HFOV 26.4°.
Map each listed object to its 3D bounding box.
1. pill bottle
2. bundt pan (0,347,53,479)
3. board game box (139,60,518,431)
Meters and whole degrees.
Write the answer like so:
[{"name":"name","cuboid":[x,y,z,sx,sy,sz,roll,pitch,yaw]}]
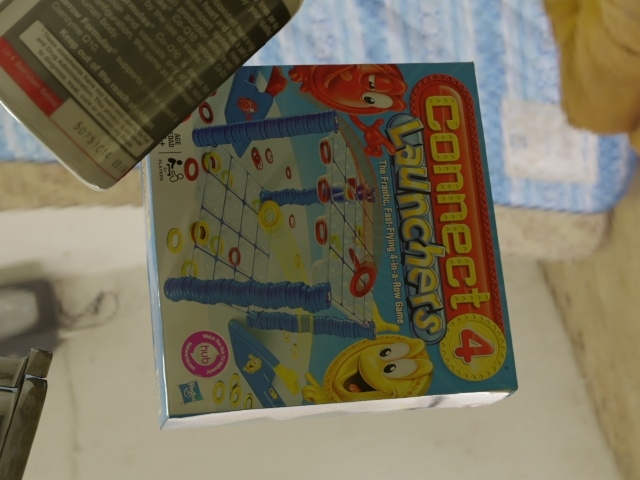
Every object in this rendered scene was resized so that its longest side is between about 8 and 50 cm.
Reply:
[{"name":"pill bottle","cuboid":[-0.115,-0.186,1.016,0.161,0.283,0.161,47,180,0]},{"name":"bundt pan","cuboid":[-0.196,0.177,0.438,0.331,0.124,0.331,-162,90,-79]},{"name":"board game box","cuboid":[0.000,0.000,1.199,0.086,0.302,0.308,127,138,-71]}]
